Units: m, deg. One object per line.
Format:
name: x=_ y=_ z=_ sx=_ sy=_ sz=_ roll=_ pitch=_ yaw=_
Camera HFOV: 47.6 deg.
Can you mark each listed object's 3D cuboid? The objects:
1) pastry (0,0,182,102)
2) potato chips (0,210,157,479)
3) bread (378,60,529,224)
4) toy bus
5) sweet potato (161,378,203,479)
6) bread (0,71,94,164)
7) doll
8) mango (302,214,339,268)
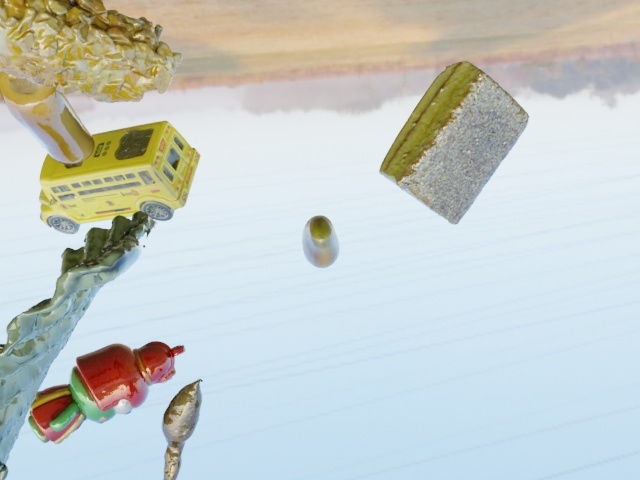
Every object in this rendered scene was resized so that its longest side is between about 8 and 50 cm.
pastry: x=-0.299 y=-0.248 z=0.889 sx=0.154 sy=0.103 sz=0.250 roll=-25 pitch=156 yaw=35
potato chips: x=-0.342 y=0.114 z=0.915 sx=0.097 sy=0.373 sz=0.389 roll=31 pitch=-179 yaw=-13
bread: x=0.225 y=-0.165 z=1.229 sx=0.184 sy=0.234 sz=0.110 roll=27 pitch=-167 yaw=-42
toy bus: x=-0.399 y=-0.119 z=1.348 sx=0.330 sy=0.152 sz=0.144 roll=-6 pitch=-126 yaw=23
sweet potato: x=-0.296 y=0.390 z=1.501 sx=0.074 sy=0.270 sz=0.075 roll=16 pitch=-163 yaw=-5
bread: x=-0.412 y=-0.183 z=1.105 sx=0.092 sy=0.074 sz=0.239 roll=29 pitch=166 yaw=6
doll: x=-0.472 y=0.315 z=1.620 sx=0.362 sy=0.160 sz=0.182 roll=-23 pitch=-176 yaw=-14
mango: x=0.000 y=0.000 z=1.950 sx=0.099 sy=0.136 sz=0.227 roll=-11 pitch=165 yaw=-3
